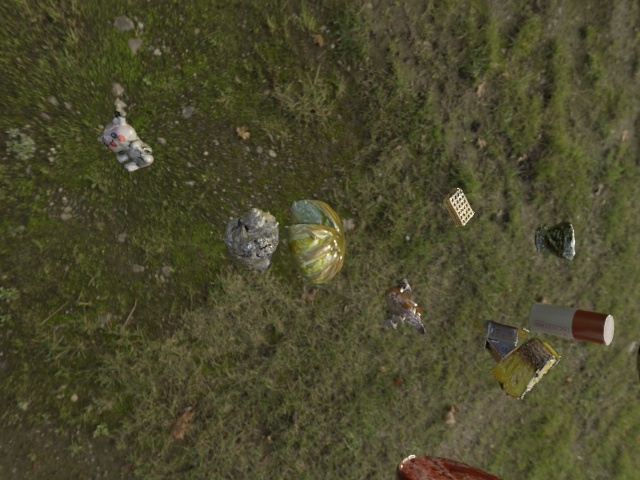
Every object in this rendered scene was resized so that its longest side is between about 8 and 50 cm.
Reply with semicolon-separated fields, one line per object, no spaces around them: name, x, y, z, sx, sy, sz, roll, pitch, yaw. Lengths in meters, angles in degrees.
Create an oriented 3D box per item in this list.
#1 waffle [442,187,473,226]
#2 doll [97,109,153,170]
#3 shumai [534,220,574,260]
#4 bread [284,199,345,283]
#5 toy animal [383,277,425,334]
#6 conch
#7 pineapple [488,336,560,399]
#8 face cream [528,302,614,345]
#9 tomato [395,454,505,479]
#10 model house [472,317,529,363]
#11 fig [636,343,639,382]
waffle;0.598;-0.145;1.770;0.102;0.042;0.148;-40;108;-26
doll;-0.646;-0.325;1.364;0.192;0.149;0.095;48;41;-28
shumai;0.607;0.001;1.063;0.123;0.087;0.099;-18;106;-66
bread;0.000;0.000;1.463;0.159;0.333;0.333;-15;115;19
toy animal;0.292;0.226;1.370;0.188;0.089;0.179;42;50;-4
conch;-0.222;0.008;1.331;0.178;0.163;0.246;-1;126;1
pineapple;0.637;0.372;1.241;0.236;0.114;0.186;-31;145;-18
face cream;0.788;0.261;1.288;0.095;0.214;0.096;-2;94;-39
tomato;0.238;0.487;0.628;0.308;0.309;0.170;16;86;-28
model house;0.690;0.409;1.602;0.219;0.207;0.136;61;45;-60
fig;0.776;0.309;0.893;0.274;0.170;0.146;-35;134;-26
